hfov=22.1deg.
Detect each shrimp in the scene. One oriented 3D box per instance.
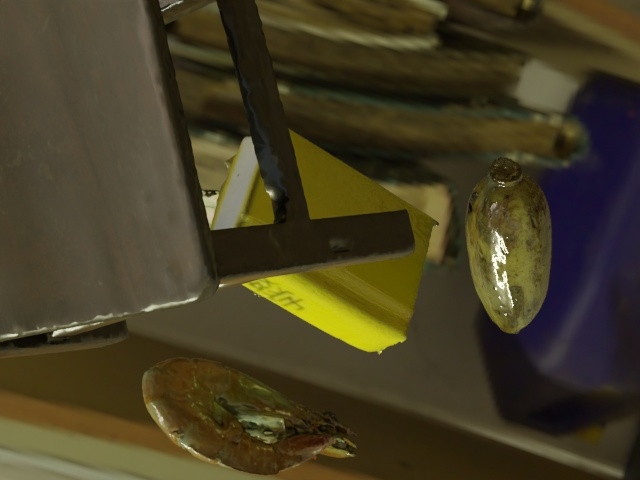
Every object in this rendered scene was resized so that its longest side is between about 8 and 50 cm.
[{"bbox_3d":[-0.064,0.192,1.694,0.267,0.061,0.145,23,-155,-36],"label":"shrimp"}]

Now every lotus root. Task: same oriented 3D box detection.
[{"bbox_3d":[0.188,0.005,1.620,0.080,0.179,0.089,-12,-158,-12],"label":"lotus root"}]

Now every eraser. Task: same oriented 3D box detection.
[{"bbox_3d":[0.000,0.000,1.644,0.226,0.158,0.069,31,149,-22],"label":"eraser"}]

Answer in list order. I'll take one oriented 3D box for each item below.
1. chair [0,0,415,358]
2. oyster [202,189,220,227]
[{"bbox_3d":[-0.161,-0.046,0.818,0.240,0.203,0.416,-16,174,26],"label":"chair"},{"bbox_3d":[-0.172,-0.020,1.750,0.072,0.133,0.209,48,-160,30],"label":"oyster"}]
